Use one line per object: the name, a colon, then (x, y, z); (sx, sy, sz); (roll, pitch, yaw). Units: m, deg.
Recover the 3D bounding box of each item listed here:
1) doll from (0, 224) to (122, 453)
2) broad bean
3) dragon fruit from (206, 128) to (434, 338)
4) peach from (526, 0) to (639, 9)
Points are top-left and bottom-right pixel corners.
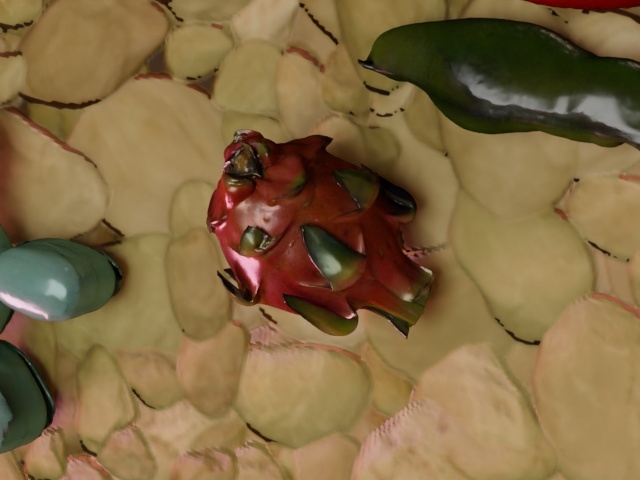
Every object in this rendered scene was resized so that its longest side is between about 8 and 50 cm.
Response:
doll: (-0.183, 0.012, 0.967); (0.158, 0.059, 0.159); (31, 114, 20)
broad bean: (0.107, -0.060, 0.805); (0.195, 0.046, 0.061); (30, 110, 19)
dragon fruit: (0.002, -0.001, 0.856); (0.116, 0.086, 0.081); (22, 154, -12)
peach: (0.105, -0.205, 0.696); (0.196, 0.190, 0.226); (16, 113, 37)
